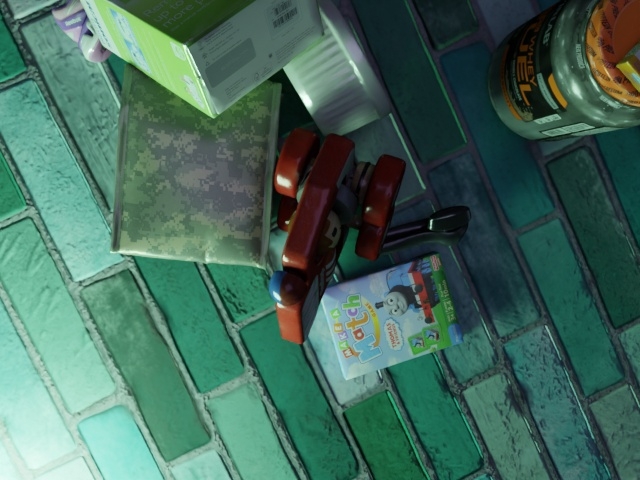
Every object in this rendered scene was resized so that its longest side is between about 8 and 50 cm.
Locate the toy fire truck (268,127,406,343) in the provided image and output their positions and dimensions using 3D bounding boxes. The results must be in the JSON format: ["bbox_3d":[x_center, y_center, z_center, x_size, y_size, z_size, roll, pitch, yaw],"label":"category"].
[{"bbox_3d":[0.000,0.000,0.998,0.169,0.302,0.254,18,67,7],"label":"toy fire truck"}]

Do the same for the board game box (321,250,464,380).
[{"bbox_3d":[0.118,0.125,1.159,0.211,0.039,0.160,-17,96,-5],"label":"board game box"}]

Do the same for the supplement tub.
[{"bbox_3d":[0.398,-0.261,1.020,0.207,0.338,0.207,0,93,-7],"label":"supplement tub"}]

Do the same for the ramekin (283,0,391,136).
[{"bbox_3d":[0.010,-0.254,1.047,0.109,0.207,0.207,-30,96,6],"label":"ramekin"}]

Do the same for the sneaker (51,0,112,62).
[{"bbox_3d":[-0.324,-0.396,1.052,0.104,0.095,0.236,33,90,0],"label":"sneaker"}]

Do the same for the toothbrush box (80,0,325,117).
[{"bbox_3d":[-0.168,-0.318,0.939,0.206,0.122,0.283,-41,53,-19],"label":"toothbrush box"}]

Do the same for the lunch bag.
[{"bbox_3d":[-0.183,-0.117,1.044,0.235,0.169,0.287,6,97,-7],"label":"lunch bag"}]

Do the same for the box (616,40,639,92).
[{"bbox_3d":[0.437,-0.234,0.842,0.081,0.028,0.136,44,89,-8],"label":"box"}]

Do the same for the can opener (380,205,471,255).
[{"bbox_3d":[0.159,-0.014,1.150,0.186,0.059,0.073,-15,122,4],"label":"can opener"}]
